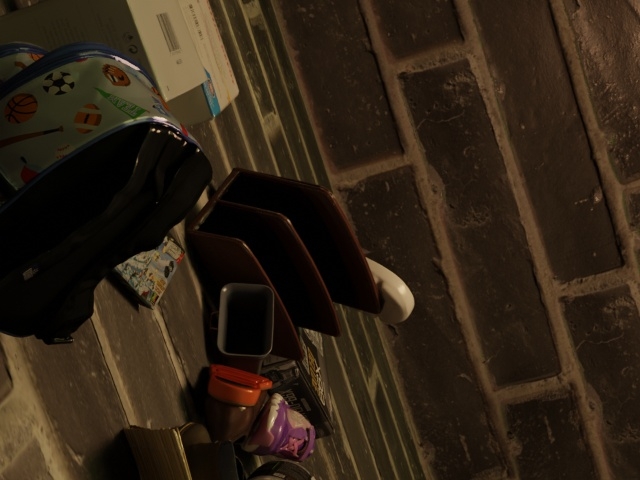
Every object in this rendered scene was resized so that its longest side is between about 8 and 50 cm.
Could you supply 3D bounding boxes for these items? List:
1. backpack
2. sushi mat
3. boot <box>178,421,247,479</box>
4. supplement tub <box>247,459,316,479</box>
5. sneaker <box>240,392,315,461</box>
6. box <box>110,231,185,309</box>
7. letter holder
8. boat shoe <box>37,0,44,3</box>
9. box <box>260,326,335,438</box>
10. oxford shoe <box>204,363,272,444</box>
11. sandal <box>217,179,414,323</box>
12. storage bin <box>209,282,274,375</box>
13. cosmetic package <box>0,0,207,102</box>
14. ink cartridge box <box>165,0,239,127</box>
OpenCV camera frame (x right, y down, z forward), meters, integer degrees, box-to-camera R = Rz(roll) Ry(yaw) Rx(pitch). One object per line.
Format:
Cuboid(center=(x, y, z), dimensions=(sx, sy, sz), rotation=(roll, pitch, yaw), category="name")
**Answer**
Cuboid(center=(-0.244, -0.054, 1.222), dimensions=(0.213, 0.263, 0.276), rotation=(59, 5, 16), category="backpack")
Cuboid(center=(-0.152, 0.364, 1.551), dimensions=(0.151, 0.019, 0.316), rotation=(-16, -89, 60), category="sushi mat")
Cuboid(center=(-0.137, 0.292, 1.728), dimensions=(0.219, 0.106, 0.082), rotation=(-84, 156, -66), category="boot")
Cuboid(center=(-0.064, 0.385, 1.965), dimensions=(0.190, 0.117, 0.117), rotation=(-15, 88, -80), category="supplement tub")
Cuboid(center=(-0.055, 0.297, 2.070), dimensions=(0.104, 0.095, 0.236), rotation=(36, -1, 4), category="sneaker")
Cuboid(center=(-0.230, 0.020, 1.754), dimensions=(0.094, 0.027, 0.137), rotation=(-62, 153, -18), category="box")
Cuboid(center=(-0.047, 0.053, 2.213), dimensions=(0.152, 0.214, 0.302), rotation=(-54, 139, -30), category="letter holder")
Cuboid(center=(-0.295, -0.187, 1.712), dimensions=(0.094, 0.109, 0.302), rotation=(-120, -161, -69), category="boat shoe")
Cuboid(center=(-0.056, 0.181, 2.497), dimensions=(0.242, 0.076, 0.307), rotation=(65, 13, -45), category="box")
Cuboid(center=(-0.133, 0.242, 1.987), dimensions=(0.271, 0.097, 0.098), rotation=(10, 95, -85), category="oxford shoe")
Cuboid(center=(-0.001, 0.008, 2.376), dimensions=(0.416, 0.102, 0.169), rotation=(33, -28, 17), category="sandal")
Cuboid(center=(-0.126, 0.148, 2.122), dimensions=(0.091, 0.098, 0.135), rotation=(99, -7, -51), category="storage bin")
Cuboid(center=(-0.265, -0.187, 1.440), dimensions=(0.224, 0.224, 0.138), rotation=(-65, 135, -77), category="cosmetic package")
Cuboid(center=(-0.232, -0.246, 1.911), dimensions=(0.233, 0.168, 0.171), rotation=(-68, 141, -75), category="ink cartridge box")
